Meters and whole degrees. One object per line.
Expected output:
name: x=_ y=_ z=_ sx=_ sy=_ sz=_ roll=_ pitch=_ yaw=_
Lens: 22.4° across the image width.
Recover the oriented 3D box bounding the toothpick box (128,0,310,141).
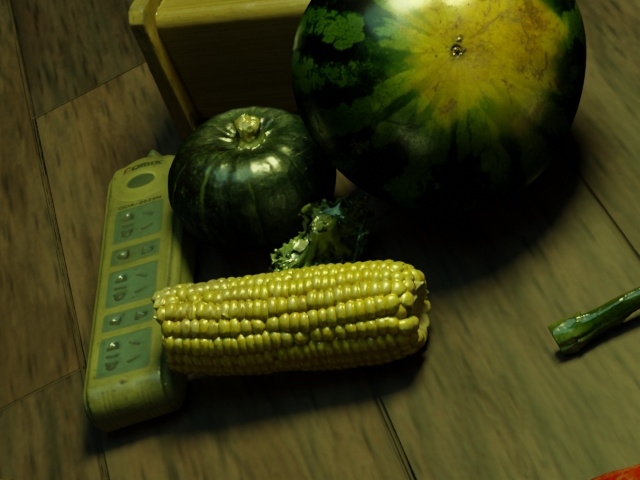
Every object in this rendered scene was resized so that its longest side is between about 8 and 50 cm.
toothpick box: x=-0.013 y=-0.234 z=1.709 sx=0.308 sy=0.190 sz=0.187 roll=-2 pitch=44 yaw=25

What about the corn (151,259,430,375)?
corn: x=-0.025 y=0.070 z=1.405 sx=0.244 sy=0.093 sz=0.093 roll=-6 pitch=41 yaw=18

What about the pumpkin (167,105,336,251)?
pumpkin: x=-0.068 y=-0.063 z=1.576 sx=0.167 sy=0.125 sz=0.167 roll=-24 pitch=34 yaw=17

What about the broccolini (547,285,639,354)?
broccolini: x=0.310 y=0.036 z=1.301 sx=0.254 sy=0.071 sz=0.057 roll=-29 pitch=77 yaw=11

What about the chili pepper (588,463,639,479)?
chili pepper: x=0.214 y=0.197 z=1.132 sx=0.123 sy=0.070 sz=0.073 roll=-22 pitch=-7 yaw=15

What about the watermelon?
watermelon: x=0.110 y=-0.152 z=1.460 sx=0.269 sy=0.269 sz=0.269 roll=-18 pitch=38 yaw=14

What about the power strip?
power strip: x=-0.172 y=0.029 z=1.586 sx=0.092 sy=0.066 sz=0.387 roll=-17 pitch=38 yaw=12

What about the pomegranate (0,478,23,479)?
pomegranate: x=-0.233 y=0.301 z=1.164 sx=0.260 sy=0.260 sz=0.260 roll=-18 pitch=38 yaw=14

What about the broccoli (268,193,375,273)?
broccoli: x=0.000 y=0.000 z=1.489 sx=0.097 sy=0.092 sz=0.095 roll=-2 pitch=63 yaw=9
